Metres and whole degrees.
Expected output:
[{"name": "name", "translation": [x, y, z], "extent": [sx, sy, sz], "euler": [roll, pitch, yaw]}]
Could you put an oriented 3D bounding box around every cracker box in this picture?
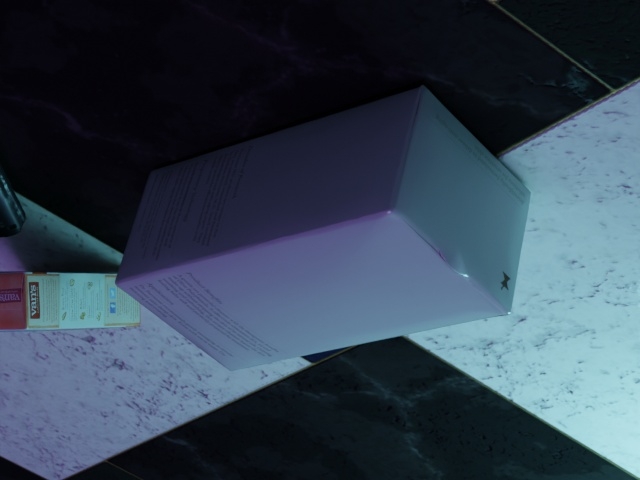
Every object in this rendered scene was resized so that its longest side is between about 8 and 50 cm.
[{"name": "cracker box", "translation": [-0.325, 0.068, 1.934], "extent": [0.155, 0.067, 0.232], "euler": [-2, 178, 25]}]

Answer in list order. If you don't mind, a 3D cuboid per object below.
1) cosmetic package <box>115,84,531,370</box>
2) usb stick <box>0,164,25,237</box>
[{"name": "cosmetic package", "translation": [0.000, 0.000, 1.718], "extent": [0.365, 0.155, 0.197], "euler": [-14, 138, 37]}, {"name": "usb stick", "translation": [-0.383, -0.094, 1.834], "extent": [0.077, 0.045, 0.278], "euler": [-1, 145, 11]}]
